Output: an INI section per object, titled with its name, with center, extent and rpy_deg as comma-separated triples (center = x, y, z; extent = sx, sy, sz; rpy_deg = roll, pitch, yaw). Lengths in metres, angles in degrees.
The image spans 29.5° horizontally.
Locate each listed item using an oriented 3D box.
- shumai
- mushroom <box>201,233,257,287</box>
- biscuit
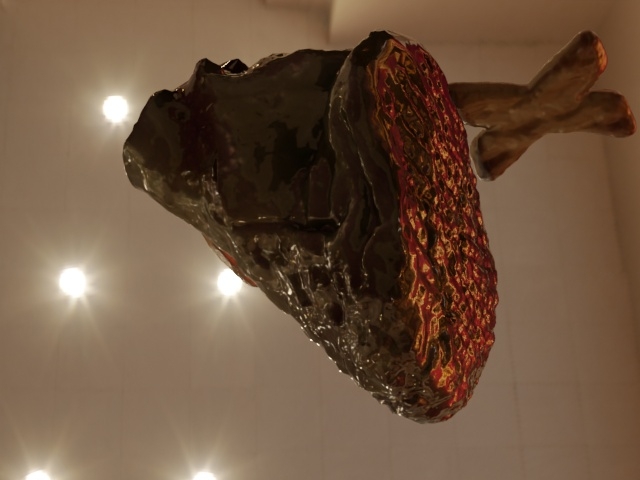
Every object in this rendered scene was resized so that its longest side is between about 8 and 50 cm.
[shumai]
center = 0.000, 0.000, 0.819
extent = 0.204, 0.222, 0.271
rpy_deg = -13, -88, 23
[mushroom]
center = -0.081, -0.002, 0.959
extent = 0.026, 0.286, 0.028
rpy_deg = -29, -111, 6
[biscuit]
center = 0.266, -0.164, 1.496
extent = 0.208, 0.164, 0.047
rpy_deg = -19, -140, 20
